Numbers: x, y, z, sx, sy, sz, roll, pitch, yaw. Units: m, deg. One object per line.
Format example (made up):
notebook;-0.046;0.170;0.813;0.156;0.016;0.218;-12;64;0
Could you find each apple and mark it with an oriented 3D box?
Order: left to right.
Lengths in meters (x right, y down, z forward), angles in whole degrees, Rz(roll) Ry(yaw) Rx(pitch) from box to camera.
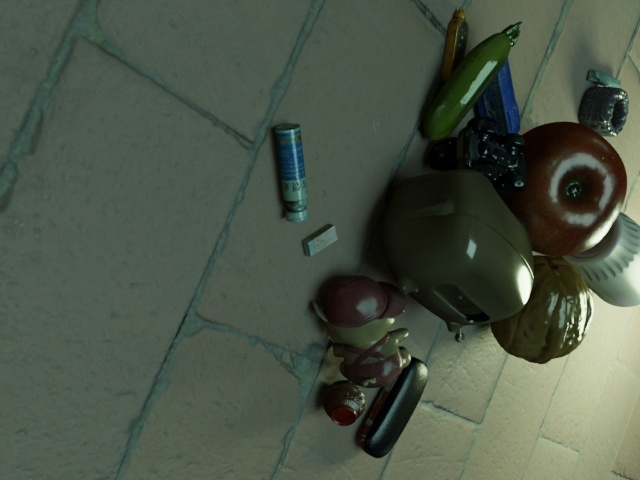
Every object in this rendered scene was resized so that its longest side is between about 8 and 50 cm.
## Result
apple;0.619;-0.131;1.904;0.348;0.277;0.349;0;93;-6

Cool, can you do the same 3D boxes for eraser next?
eraser;0.000;0.000;1.556;0.083;0.019;0.038;-32;125;-33

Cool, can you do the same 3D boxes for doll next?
doll;0.100;0.193;1.622;0.196;0.152;0.256;-25;108;-26

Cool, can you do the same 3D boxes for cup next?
cup;0.905;0.041;2.292;0.371;0.253;0.254;29;82;-44

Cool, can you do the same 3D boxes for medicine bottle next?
medicine bottle;-0.055;-0.132;1.440;0.051;0.051;0.191;-23;117;-38

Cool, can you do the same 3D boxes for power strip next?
power strip;0.317;-0.453;1.721;0.049;0.028;0.178;-3;104;-43

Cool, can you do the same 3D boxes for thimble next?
thimble;0.859;-0.390;2.223;0.150;0.097;0.150;-16;113;-42

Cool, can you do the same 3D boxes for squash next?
squash;0.347;-0.373;1.687;0.341;0.094;0.094;-52;135;6

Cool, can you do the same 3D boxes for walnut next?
walnut;0.614;0.199;2.058;0.277;0.252;0.313;-19;125;-40

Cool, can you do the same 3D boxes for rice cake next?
rice cake;0.871;-0.486;2.251;0.180;0.030;0.042;4;87;-45

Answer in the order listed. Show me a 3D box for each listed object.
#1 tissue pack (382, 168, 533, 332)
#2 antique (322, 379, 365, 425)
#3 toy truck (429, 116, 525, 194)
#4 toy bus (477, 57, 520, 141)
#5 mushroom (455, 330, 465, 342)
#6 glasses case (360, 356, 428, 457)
tissue pack;0.322;0.035;1.687;0.387;0.267;0.277;37;51;-45
antique;0.054;0.364;1.669;0.104;0.104;0.104;-16;113;-41
toy truck;0.380;-0.188;1.755;0.224;0.165;0.148;15;71;-38
toy bus;0.431;-0.349;1.817;0.079;0.094;0.237;-42;128;-28
mushroom;0.419;0.142;2.014;0.028;0.025;0.286;19;87;-62
glasses case;0.186;0.415;1.834;0.267;0.067;0.103;-58;135;-15
